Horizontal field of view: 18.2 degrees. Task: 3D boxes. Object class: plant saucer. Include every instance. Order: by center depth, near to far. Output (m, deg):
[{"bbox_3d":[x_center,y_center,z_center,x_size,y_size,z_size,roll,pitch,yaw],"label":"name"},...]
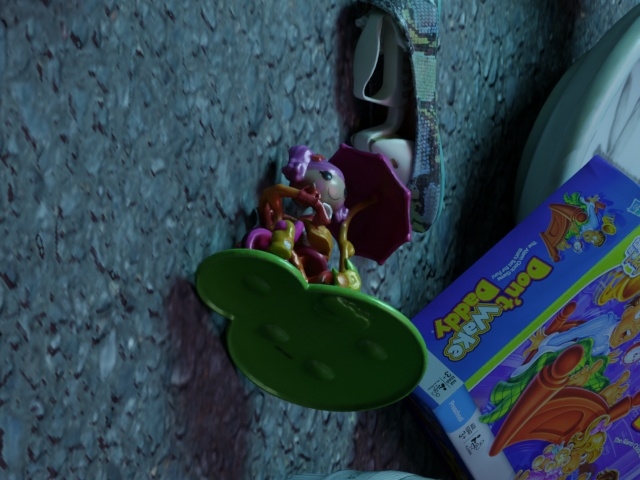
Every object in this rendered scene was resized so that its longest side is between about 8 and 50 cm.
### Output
[{"bbox_3d":[0.267,-0.061,1.733,0.400,0.101,0.400,-34,138,-38],"label":"plant saucer"}]

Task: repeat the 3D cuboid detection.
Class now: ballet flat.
[{"bbox_3d":[0.049,-0.093,1.412,0.070,0.070,0.188,-28,119,-59],"label":"ballet flat"}]

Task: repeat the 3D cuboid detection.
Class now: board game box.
[{"bbox_3d":[0.202,0.120,1.609,0.233,0.078,0.347,-41,142,-7],"label":"board game box"}]

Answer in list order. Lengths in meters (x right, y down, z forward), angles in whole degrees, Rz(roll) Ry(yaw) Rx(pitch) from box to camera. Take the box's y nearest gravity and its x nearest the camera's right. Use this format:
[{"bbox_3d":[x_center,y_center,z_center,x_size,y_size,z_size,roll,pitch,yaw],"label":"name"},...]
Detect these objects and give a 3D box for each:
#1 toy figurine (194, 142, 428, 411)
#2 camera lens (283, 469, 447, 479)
[{"bbox_3d":[0.000,0.000,1.302,0.173,0.130,0.159,40,43,-31],"label":"toy figurine"},{"bbox_3d":[0.096,0.273,1.331,0.219,0.274,0.219,-22,114,-61],"label":"camera lens"}]
